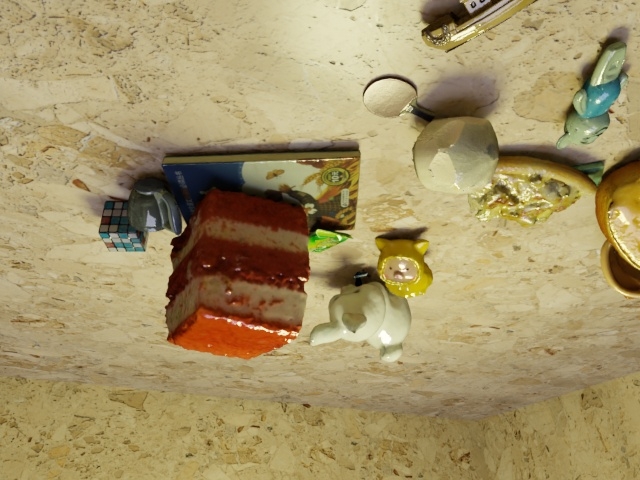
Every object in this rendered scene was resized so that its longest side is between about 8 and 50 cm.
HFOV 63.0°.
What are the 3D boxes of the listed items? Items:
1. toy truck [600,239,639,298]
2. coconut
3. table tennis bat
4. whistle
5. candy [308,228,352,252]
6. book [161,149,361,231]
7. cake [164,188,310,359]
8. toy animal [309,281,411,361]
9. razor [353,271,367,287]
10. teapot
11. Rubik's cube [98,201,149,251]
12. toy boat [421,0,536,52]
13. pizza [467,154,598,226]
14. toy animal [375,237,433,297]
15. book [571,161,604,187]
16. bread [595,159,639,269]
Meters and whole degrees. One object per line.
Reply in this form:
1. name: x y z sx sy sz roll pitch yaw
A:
1. toy truck: 0.881 0.050 1.361 0.287 0.205 0.211 -12 170 21
2. coconut: 0.269 -0.166 1.022 0.161 0.161 0.162 18 176 -30
3. table tennis bat: 0.155 -0.266 1.009 0.158 0.014 0.095 17 142 -25
4. whistle: 0.522 -0.263 0.984 0.113 0.077 0.236 -21 146 -7
5. candy: 0.000 0.001 1.372 0.102 0.032 0.178 5 165 -26
6. book: -0.124 -0.104 1.232 0.427 0.039 0.300 -3 151 0
7. cake: -0.191 0.084 1.192 0.269 0.320 0.269 13 150 -26
8. toy animal: 0.131 0.253 1.592 0.196 0.241 0.367 -30 154 31
9. razor: 0.121 0.121 1.630 0.044 0.028 0.155 -14 159 -2
10. teapot: -0.378 -0.078 1.171 0.111 0.149 0.108 -10 128 -20
11. Rubik's cube: -0.475 -0.033 1.274 0.092 0.092 0.092 0 149 -4
12. toy boat: 0.251 -0.368 0.806 0.206 0.065 0.072 -26 124 30
13. pizza: 0.460 -0.103 1.220 0.323 0.090 0.223 9 147 -7
14. toy animal: 0.243 0.081 1.483 0.155 0.156 0.230 -9 138 11
15. book: 0.594 -0.142 1.241 0.134 0.017 0.103 -9 149 12
16. bread: 0.756 -0.051 1.206 0.195 0.143 0.270 -26 101 25
